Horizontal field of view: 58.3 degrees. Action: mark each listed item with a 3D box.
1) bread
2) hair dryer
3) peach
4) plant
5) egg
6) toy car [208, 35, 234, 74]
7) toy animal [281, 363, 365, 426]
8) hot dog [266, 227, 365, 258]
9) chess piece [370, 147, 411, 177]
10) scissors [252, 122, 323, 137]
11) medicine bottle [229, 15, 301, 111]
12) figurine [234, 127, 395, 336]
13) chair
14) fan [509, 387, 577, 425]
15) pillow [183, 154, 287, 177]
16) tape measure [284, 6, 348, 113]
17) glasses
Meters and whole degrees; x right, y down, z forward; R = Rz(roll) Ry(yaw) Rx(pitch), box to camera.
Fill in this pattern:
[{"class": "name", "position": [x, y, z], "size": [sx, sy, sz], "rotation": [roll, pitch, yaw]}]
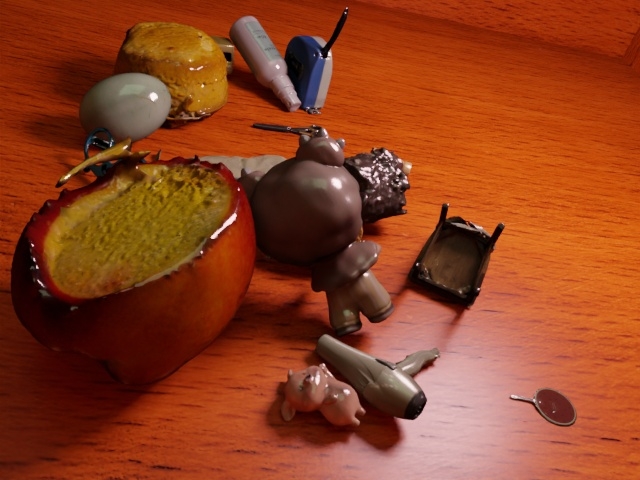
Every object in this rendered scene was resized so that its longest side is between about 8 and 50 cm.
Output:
[{"class": "bread", "position": [-0.434, -0.485, 1.645], "size": [0.337, 0.204, 0.358], "rotation": [0, 42, -10]}, {"class": "hair dryer", "position": [0.102, 0.219, 1.057], "size": [0.219, 0.088, 0.225], "rotation": [21, 24, 13]}, {"class": "peach", "position": [-0.288, 0.050, 0.934], "size": [0.335, 0.309, 0.405], "rotation": [18, 44, 10]}, {"class": "plant", "position": [0.115, -0.127, 1.406], "size": [0.234, 0.204, 0.178], "rotation": [-12, 83, -49]}, {"class": "egg", "position": [-0.488, -0.331, 1.444], "size": [0.231, 0.168, 0.168], "rotation": [-25, 49, -11]}, {"class": "toy car", "position": [-0.412, -0.608, 1.872], "size": [0.257, 0.124, 0.101], "rotation": [-3, 40, -24]}, {"class": "toy animal", "position": [0.002, 0.264, 0.956], "size": [0.150, 0.089, 0.083], "rotation": [21, 17, 12]}, {"class": "hot dog", "position": [-0.032, -0.047, 1.244], "size": [0.326, 0.107, 0.194], "rotation": [19, 51, -9]}, {"class": "chess piece", "position": [0.198, -0.219, 1.648], "size": [0.122, 0.066, 0.066], "rotation": [17, 37, -6]}, {"class": "scissors", "position": [-0.094, -0.334, 1.725], "size": [0.220, 0.017, 0.088], "rotation": [5, 39, -13]}, {"class": "medicine bottle", "position": [-0.169, -0.566, 1.866], "size": [0.110, 0.110, 0.351], "rotation": [-21, 72, -38]}, {"class": "figurine", "position": [0.001, 0.001, 1.079], "size": [0.380, 0.249, 0.203], "rotation": [61, 25, -12]}, {"class": "chair", "position": [0.303, 0.041, 1.302], "size": [0.160, 0.319, 0.186], "rotation": [23, 82, 12]}, {"class": "fan", "position": [0.425, 0.311, 1.096], "size": [0.134, 0.005, 0.085], "rotation": [14, 38, -3]}, {"class": "pillow", "position": [-0.165, -0.134, 1.395], "size": [0.281, 0.076, 0.274], "rotation": [-5, 42, -26]}, {"class": "tape measure", "position": [-0.024, -0.603, 1.818], "size": [0.098, 0.351, 0.215], "rotation": [-7, 45, -30]}, {"class": "glasses", "position": [-0.431, -0.197, 1.360], "size": [0.239, 0.102, 0.207], "rotation": [34, 41, 24]}]
